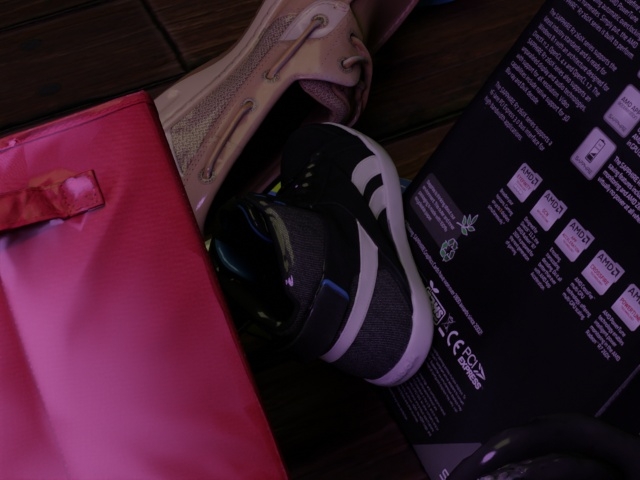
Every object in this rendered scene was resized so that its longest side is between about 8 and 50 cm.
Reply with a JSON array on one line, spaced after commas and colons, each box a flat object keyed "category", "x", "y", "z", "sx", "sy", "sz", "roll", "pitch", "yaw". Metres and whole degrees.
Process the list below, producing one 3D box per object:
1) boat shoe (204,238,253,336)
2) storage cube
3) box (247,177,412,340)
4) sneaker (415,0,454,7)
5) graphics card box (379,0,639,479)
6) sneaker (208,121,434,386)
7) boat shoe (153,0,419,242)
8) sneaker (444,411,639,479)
[{"category": "boat shoe", "x": -0.099, "y": 0.083, "z": 0.755, "sx": 0.233, "sy": 0.084, "sz": 0.079, "roll": -40, "pitch": 50, "yaw": -13}, {"category": "storage cube", "x": -0.133, "y": 0.064, "z": 0.611, "sx": 0.184, "sy": 0.215, "sz": 0.193, "roll": -20, "pitch": 81, "yaw": -8}, {"category": "box", "x": 0.000, "y": 0.000, "z": 0.879, "sx": 0.109, "sy": 0.042, "sz": 0.178, "roll": 18, "pitch": 47, "yaw": 30}, {"category": "sneaker", "x": 0.130, "y": -0.296, "z": 1.183, "sx": 0.341, "sy": 0.125, "sz": 0.139, "roll": -30, "pitch": 64, "yaw": -21}, {"category": "graphics card box", "x": 0.172, "y": -0.028, "z": 0.656, "sx": 0.371, "sy": 0.094, "sz": 0.233, "roll": -54, "pitch": 37, "yaw": 18}, {"category": "sneaker", "x": -0.013, "y": -0.018, "z": 0.715, "sx": 0.121, "sy": 0.079, "sz": 0.217, "roll": 23, "pitch": 30, "yaw": -33}, {"category": "boat shoe", "x": -0.012, "y": -0.126, "z": 0.979, "sx": 0.110, "sy": 0.121, "sz": 0.341, "roll": 35, "pitch": 70, "yaw": 28}, {"category": "sneaker", "x": -0.002, "y": 0.157, "z": 0.497, "sx": 0.447, "sy": 0.257, "sz": 0.169, "roll": -5, "pitch": 50, "yaw": 6}]
